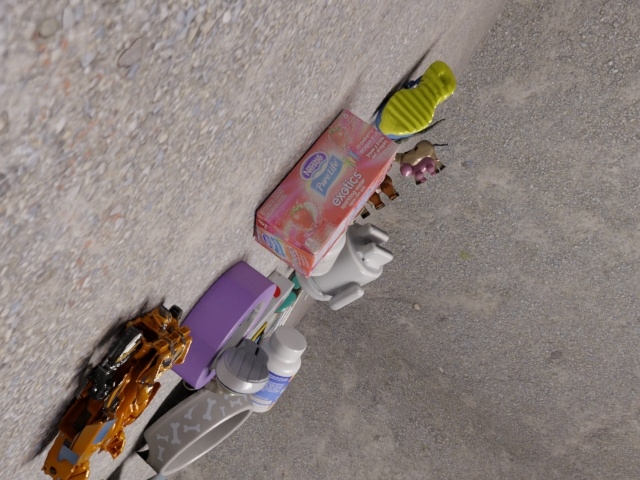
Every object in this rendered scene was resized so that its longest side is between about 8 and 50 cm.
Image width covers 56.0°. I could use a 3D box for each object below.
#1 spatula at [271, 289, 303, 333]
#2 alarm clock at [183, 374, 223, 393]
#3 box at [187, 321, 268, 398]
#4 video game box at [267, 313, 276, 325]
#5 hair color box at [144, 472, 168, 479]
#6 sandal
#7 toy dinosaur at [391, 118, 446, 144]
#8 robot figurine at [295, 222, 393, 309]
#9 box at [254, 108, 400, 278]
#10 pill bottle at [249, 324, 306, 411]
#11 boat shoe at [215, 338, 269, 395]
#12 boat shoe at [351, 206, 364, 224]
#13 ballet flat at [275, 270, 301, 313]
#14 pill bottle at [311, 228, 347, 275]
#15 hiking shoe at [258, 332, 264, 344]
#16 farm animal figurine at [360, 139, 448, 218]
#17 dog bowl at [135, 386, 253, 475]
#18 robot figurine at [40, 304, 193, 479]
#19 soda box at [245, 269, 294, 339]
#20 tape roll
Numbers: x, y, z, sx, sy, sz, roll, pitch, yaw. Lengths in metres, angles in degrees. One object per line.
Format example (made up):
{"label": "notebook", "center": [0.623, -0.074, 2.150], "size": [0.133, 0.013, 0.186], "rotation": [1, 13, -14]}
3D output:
{"label": "spatula", "center": [-0.119, 0.262, 2.251], "size": [0.242, 0.019, 0.168], "rotation": [-60, -172, 1]}
{"label": "alarm clock", "center": [-0.270, 0.339, 1.571], "size": [0.192, 0.129, 0.064], "rotation": [-22, 153, -38]}
{"label": "box", "center": [-0.292, 0.384, 1.846], "size": [0.257, 0.079, 0.322], "rotation": [-52, 173, -38]}
{"label": "video game box", "center": [-0.197, 0.298, 2.212], "size": [0.187, 0.048, 0.205], "rotation": [-47, 170, -43]}
{"label": "hair color box", "center": [-0.523, 0.769, 1.630], "size": [0.374, 0.113, 0.185], "rotation": [-39, -173, 44]}
{"label": "sandal", "center": [0.249, -0.368, 1.655], "size": [0.317, 0.126, 0.138], "rotation": [-41, -169, -35]}
{"label": "toy dinosaur", "center": [0.214, -0.301, 1.689], "size": [0.268, 0.118, 0.064], "rotation": [-24, 121, -24]}
{"label": "robot figurine", "center": [0.061, 0.073, 1.962], "size": [0.353, 0.199, 0.300], "rotation": [-28, -128, 31]}
{"label": "box", "center": [0.011, -0.094, 1.217], "size": [0.300, 0.142, 0.154], "rotation": [-52, 174, -20]}
{"label": "pill bottle", "center": [-0.156, 0.403, 1.917], "size": [0.272, 0.152, 0.152], "rotation": [-56, 173, 25]}
{"label": "boat shoe", "center": [-0.170, 0.284, 1.269], "size": [0.094, 0.109, 0.302], "rotation": [-52, 177, 0]}
{"label": "boat shoe", "center": [0.062, -0.091, 1.456], "size": [0.109, 0.098, 0.302], "rotation": [-46, -168, 4]}
{"label": "ballet flat", "center": [-0.104, 0.178, 2.161], "size": [0.213, 0.072, 0.068], "rotation": [-53, 177, -15]}
{"label": "pill bottle", "center": [0.000, 0.000, 1.692], "size": [0.131, 0.131, 0.229], "rotation": [-51, 173, -28]}
{"label": "hiking shoe", "center": [-0.247, 0.408, 2.112], "size": [0.227, 0.086, 0.114], "rotation": [104, -9, -50]}
{"label": "farm animal figurine", "center": [0.185, -0.200, 1.840], "size": [0.330, 0.172, 0.327], "rotation": [-29, 176, -44]}
{"label": "dog bowl", "center": [-0.336, 0.517, 1.672], "size": [0.348, 0.102, 0.349], "rotation": [-36, 163, -13]}
{"label": "robot figurine", "center": [-0.297, 0.227, 0.918], "size": [0.291, 0.085, 0.211], "rotation": [-55, 175, 13]}
{"label": "soda box", "center": [-0.165, 0.183, 1.709], "size": [0.216, 0.074, 0.069], "rotation": [-48, 171, -43]}
{"label": "tape roll", "center": [-0.211, 0.180, 1.291], "size": [0.275, 0.090, 0.275], "rotation": [-53, 173, -10]}
